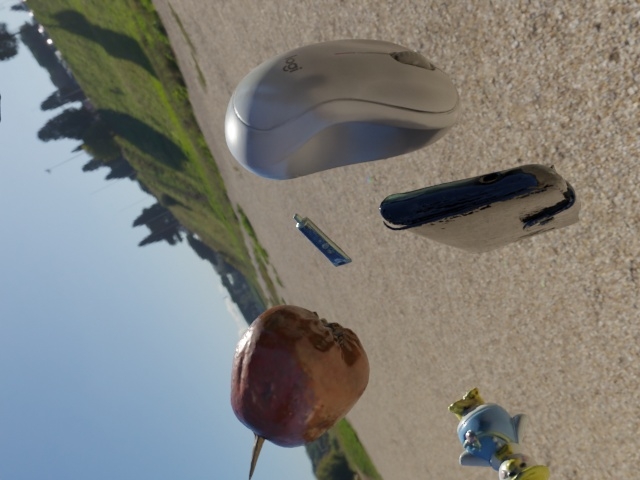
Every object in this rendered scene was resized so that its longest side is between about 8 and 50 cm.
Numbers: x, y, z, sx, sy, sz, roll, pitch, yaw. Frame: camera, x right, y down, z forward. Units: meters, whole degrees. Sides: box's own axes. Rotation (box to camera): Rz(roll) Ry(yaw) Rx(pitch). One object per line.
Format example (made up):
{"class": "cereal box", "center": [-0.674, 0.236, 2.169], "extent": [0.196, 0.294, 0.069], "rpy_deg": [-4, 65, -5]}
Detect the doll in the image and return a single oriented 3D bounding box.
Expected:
{"class": "doll", "center": [0.336, 0.388, 1.036], "extent": [0.241, 0.135, 0.099], "rpy_deg": [-126, 31, -46]}

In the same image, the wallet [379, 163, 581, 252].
{"class": "wallet", "center": [0.207, -0.026, 0.650], "extent": [0.318, 0.172, 0.045], "rpy_deg": [12, -114, -61]}

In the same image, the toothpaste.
{"class": "toothpaste", "center": [0.000, 0.000, 1.356], "extent": [0.197, 0.057, 0.035], "rpy_deg": [44, -137, -31]}

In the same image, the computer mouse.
{"class": "computer mouse", "center": [0.022, -0.180, 0.691], "extent": [0.121, 0.296, 0.184], "rpy_deg": [75, -178, -46]}

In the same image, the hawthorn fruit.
{"class": "hawthorn fruit", "center": [-0.043, 0.150, 0.599], "extent": [0.149, 0.189, 0.149], "rpy_deg": [54, 176, 5]}
